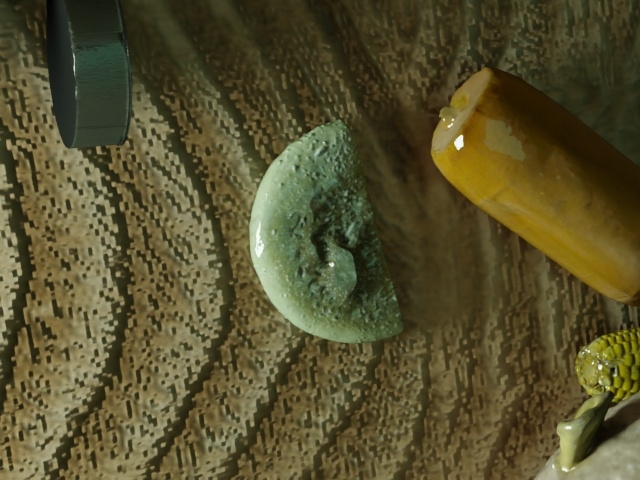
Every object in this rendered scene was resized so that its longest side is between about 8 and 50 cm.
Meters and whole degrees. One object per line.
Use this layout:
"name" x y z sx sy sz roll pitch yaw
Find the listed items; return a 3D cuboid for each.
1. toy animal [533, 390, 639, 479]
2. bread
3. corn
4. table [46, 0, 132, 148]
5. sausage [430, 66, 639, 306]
"toy animal" 0.310 0.209 1.280 0.358 0.226 0.188 -27 70 -3
"bread" -0.003 0.005 1.289 0.112 0.036 0.193 -18 99 -16
"corn" 0.345 0.114 1.393 0.231 0.080 0.080 -1 94 -19
"table" -0.177 -0.137 1.167 0.043 0.133 0.134 -6 95 -18
"sausage" 0.238 -0.024 1.335 0.328 0.112 0.112 35 82 -19
